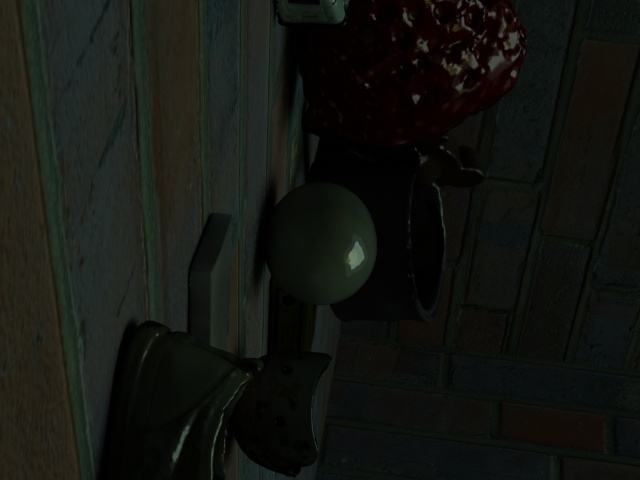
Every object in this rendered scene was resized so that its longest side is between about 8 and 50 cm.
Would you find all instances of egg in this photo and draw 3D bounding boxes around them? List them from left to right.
[{"bbox_3d":[0.000,0.000,1.692,0.209,0.151,0.151,-90,-175,-66],"label":"egg"}]

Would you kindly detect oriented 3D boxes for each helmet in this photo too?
[{"bbox_3d":[-0.061,0.208,1.569,0.177,0.107,0.153,133,-34,-63],"label":"helmet"}]

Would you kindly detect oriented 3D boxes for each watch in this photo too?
[{"bbox_3d":[0.096,-0.035,2.069,0.335,0.314,0.327,55,36,-62],"label":"watch"}]

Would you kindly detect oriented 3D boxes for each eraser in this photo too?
[{"bbox_3d":[-0.105,0.063,1.214,0.104,0.023,0.150,-77,173,-57],"label":"eraser"}]

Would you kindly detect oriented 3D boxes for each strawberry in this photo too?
[{"bbox_3d":[0.108,-0.294,1.696,0.345,0.317,0.295,59,35,-64],"label":"strawberry"}]

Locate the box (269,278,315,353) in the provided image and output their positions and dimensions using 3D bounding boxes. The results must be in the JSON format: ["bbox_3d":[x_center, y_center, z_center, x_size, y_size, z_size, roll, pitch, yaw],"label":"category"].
[{"bbox_3d":[-0.039,0.101,1.949,0.141,0.064,0.220,-77,172,-49],"label":"box"}]

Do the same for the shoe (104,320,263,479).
[{"bbox_3d":[-0.109,0.197,0.902,0.103,0.098,0.275,51,47,-79],"label":"shoe"}]

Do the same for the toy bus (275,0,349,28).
[{"bbox_3d":[-0.003,-0.352,1.509,0.089,0.087,0.194,61,36,-67],"label":"toy bus"}]
